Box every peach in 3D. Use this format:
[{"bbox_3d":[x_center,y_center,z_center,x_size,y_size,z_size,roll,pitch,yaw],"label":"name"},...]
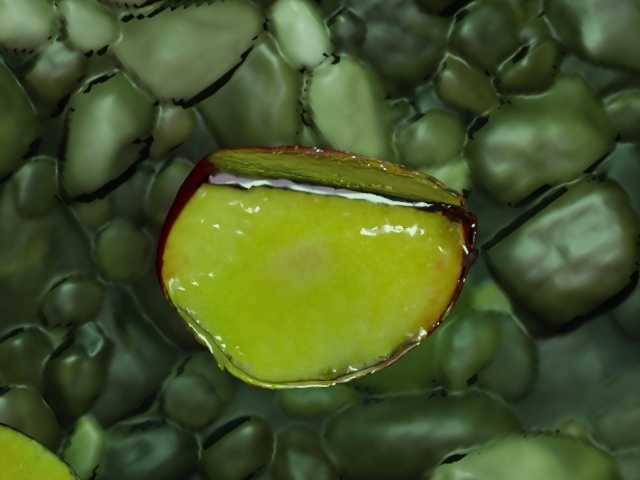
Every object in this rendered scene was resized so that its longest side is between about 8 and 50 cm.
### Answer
[{"bbox_3d":[0.000,0.000,0.473,0.083,0.050,0.077,-33,99,10],"label":"peach"}]

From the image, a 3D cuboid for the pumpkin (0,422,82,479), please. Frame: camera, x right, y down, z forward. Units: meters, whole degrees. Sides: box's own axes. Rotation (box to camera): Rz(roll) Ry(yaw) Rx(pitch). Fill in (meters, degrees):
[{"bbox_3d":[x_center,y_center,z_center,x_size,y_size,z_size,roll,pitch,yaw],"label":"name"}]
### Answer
[{"bbox_3d":[-0.119,0.150,0.440,0.217,0.110,0.217,-6,71,18],"label":"pumpkin"}]
